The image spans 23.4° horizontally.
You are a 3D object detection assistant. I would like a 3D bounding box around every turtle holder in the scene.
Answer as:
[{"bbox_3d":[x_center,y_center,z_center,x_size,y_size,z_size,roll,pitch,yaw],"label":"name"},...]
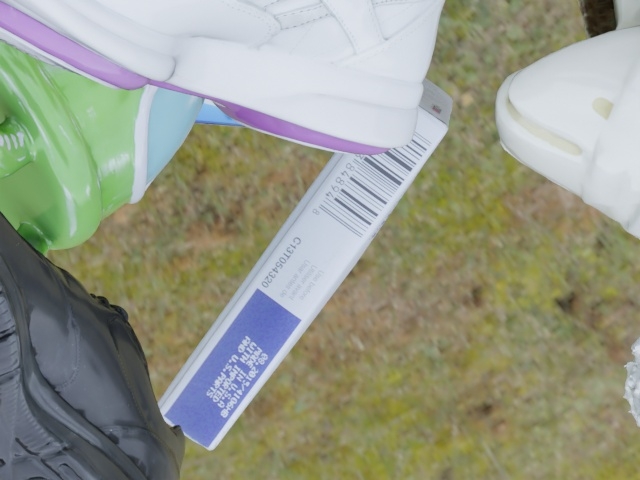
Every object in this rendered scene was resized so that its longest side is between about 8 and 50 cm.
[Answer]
[{"bbox_3d":[-0.182,-0.111,1.103,0.227,0.243,0.320,-40,141,-22],"label":"turtle holder"}]

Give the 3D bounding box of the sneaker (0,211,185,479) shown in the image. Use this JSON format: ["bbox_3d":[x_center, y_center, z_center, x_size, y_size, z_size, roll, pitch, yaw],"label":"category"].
[{"bbox_3d":[-0.167,0.060,0.862,0.109,0.130,0.286,-13,118,24],"label":"sneaker"}]

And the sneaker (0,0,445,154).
[{"bbox_3d":[-0.050,-0.131,0.634,0.305,0.114,0.152,11,104,-53],"label":"sneaker"}]

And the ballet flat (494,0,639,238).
[{"bbox_3d":[0.151,-0.144,0.809,0.182,0.482,0.164,-11,164,-9],"label":"ballet flat"}]

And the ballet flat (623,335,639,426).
[{"bbox_3d":[0.327,0.030,1.129,0.147,0.147,0.408,-7,132,-16],"label":"ballet flat"}]

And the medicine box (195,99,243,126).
[{"bbox_3d":[-0.097,-0.264,1.478,0.264,0.149,0.289,4,132,-7],"label":"medicine box"}]

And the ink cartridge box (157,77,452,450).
[{"bbox_3d":[0.000,0.000,1.344,0.071,0.330,0.324,35,102,1],"label":"ink cartridge box"}]
